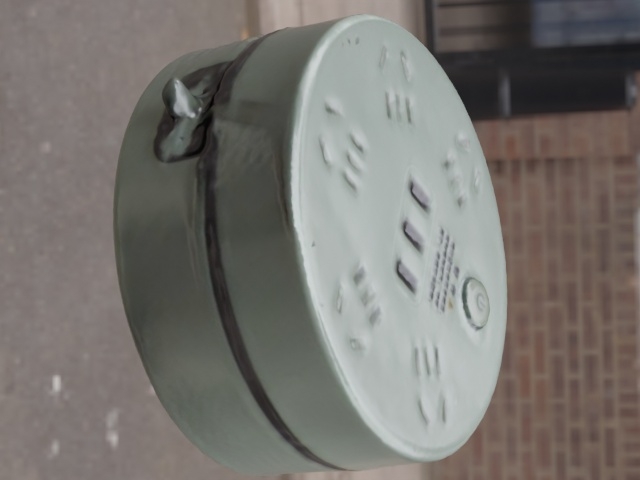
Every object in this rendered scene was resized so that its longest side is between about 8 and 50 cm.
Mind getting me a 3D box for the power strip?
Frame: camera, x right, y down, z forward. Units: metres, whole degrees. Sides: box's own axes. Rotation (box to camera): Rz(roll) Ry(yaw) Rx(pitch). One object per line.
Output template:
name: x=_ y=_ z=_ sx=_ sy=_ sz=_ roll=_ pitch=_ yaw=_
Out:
power strip: x=0.000 y=0.000 z=1.157 sx=0.357 sy=0.161 sz=0.358 roll=24 pitch=61 yaw=-55
